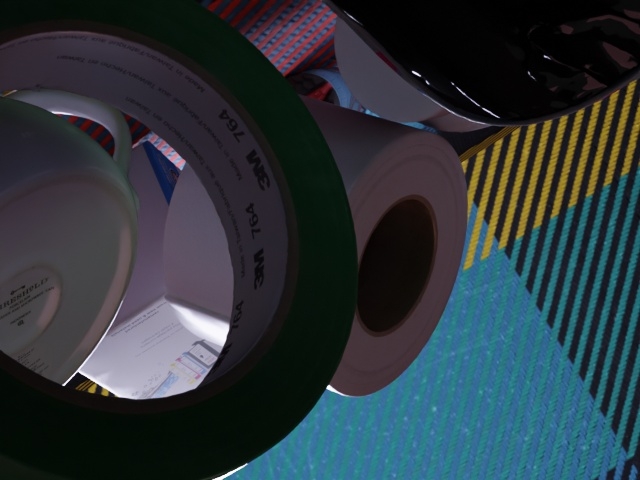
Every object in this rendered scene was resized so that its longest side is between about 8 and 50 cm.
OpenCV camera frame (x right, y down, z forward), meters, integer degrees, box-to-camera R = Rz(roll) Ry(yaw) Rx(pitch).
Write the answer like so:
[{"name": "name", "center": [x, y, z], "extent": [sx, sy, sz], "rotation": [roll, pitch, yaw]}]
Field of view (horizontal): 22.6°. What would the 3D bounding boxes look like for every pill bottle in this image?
[{"name": "pill bottle", "center": [0.149, -0.194, 1.446], "extent": [0.176, 0.176, 0.318], "rotation": [-35, 173, 35]}]

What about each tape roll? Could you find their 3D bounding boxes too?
[{"name": "tape roll", "center": [0.000, 0.000, 1.434], "extent": [0.169, 0.246, 0.246], "rotation": [18, -155, 31]}, {"name": "tape roll", "center": [-0.134, -0.004, 0.919], "extent": [0.321, 0.321, 0.077], "rotation": [-26, 174, -37]}]

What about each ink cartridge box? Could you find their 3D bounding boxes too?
[{"name": "ink cartridge box", "center": [-0.156, 0.051, 1.598], "extent": [0.168, 0.171, 0.233], "rotation": [-32, 147, 9]}]

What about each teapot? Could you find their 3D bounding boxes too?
[{"name": "teapot", "center": [-0.255, -0.003, 1.065], "extent": [0.252, 0.187, 0.256], "rotation": [-58, 152, 6]}]

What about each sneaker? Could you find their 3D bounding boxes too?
[{"name": "sneaker", "center": [-0.034, -0.096, 1.724], "extent": [0.262, 0.104, 0.125], "rotation": [-35, 175, 40]}]

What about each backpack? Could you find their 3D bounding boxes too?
[{"name": "backpack", "center": [0.086, -0.193, 0.795], "extent": [0.225, 0.253, 0.191], "rotation": [-37, -169, 41]}]
